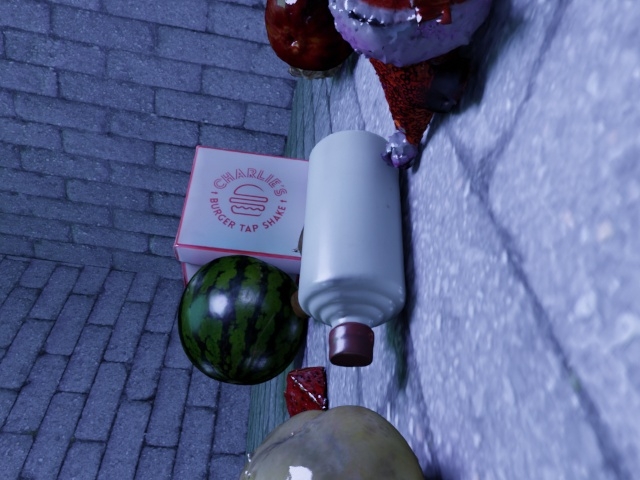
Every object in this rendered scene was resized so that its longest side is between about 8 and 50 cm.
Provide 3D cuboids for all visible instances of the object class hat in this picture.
[{"bbox_3d":[0.080,-0.141,0.458,0.227,0.129,0.140,80,166,-51],"label":"hat"}]

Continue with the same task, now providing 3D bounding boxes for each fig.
[{"bbox_3d":[0.013,-0.444,0.998,0.249,0.186,0.203,-50,-19,-21],"label":"fig"}]

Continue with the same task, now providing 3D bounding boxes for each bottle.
[{"bbox_3d":[0.033,0.008,0.542,0.104,0.104,0.245,110,165,-55],"label":"bottle"}]

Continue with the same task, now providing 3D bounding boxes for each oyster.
[{"bbox_3d":[-0.001,-0.441,1.225,0.341,0.110,0.166,-93,23,-64],"label":"oyster"}]

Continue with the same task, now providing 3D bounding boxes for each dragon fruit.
[{"bbox_3d":[-0.031,0.275,0.860,0.097,0.063,0.131,-98,18,-64],"label":"dragon fruit"}]

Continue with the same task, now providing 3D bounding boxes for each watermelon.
[{"bbox_3d":[-0.171,0.178,1.186,0.285,0.285,0.285,-172,90,-82],"label":"watermelon"}]

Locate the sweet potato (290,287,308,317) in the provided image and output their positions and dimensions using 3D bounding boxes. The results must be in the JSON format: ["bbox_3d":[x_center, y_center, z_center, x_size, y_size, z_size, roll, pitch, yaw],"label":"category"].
[{"bbox_3d":[-0.025,0.111,1.018,0.255,0.058,0.078,174,121,-84],"label":"sweet potato"}]

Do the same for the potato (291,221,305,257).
[{"bbox_3d":[0.000,0.000,0.827,0.172,0.089,0.100,-95,13,-54],"label":"potato"}]

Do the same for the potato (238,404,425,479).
[{"bbox_3d":[0.005,0.261,0.368,0.192,0.141,0.296,-6,74,65],"label":"potato"}]

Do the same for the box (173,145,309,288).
[{"bbox_3d":[-0.193,-0.026,1.420,0.300,0.315,0.312,106,169,-57],"label":"box"}]
